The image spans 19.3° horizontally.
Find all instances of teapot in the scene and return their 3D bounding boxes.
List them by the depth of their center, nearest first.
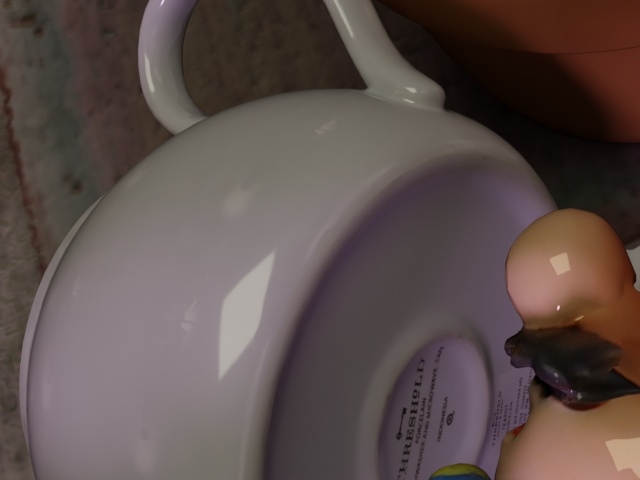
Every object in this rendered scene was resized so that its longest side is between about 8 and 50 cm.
[{"bbox_3d":[-0.028,0.047,0.742,0.187,0.252,0.256,14,54,38],"label":"teapot"}]

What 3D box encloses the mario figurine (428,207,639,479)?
[{"bbox_3d":[0.036,0.075,0.497,0.320,0.170,0.198,-39,34,18],"label":"mario figurine"}]

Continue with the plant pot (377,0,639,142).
[{"bbox_3d":[0.130,-0.176,0.824,0.290,0.203,0.291,-8,59,13],"label":"plant pot"}]
